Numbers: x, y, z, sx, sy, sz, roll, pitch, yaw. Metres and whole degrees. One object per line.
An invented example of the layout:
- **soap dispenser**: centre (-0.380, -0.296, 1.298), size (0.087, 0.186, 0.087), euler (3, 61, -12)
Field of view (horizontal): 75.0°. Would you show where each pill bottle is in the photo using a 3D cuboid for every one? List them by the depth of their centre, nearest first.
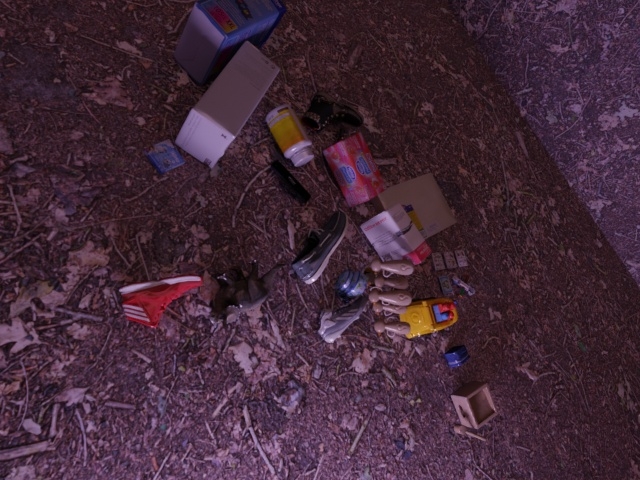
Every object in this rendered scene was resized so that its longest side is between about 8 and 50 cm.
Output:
- **pill bottle**: centre (-0.110, -0.390, 1.567), size (0.117, 0.117, 0.214), euler (-26, 86, -38)

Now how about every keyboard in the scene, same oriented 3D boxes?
- **keyboard**: centre (-0.120, -0.209, 1.548), size (0.192, 0.038, 0.100), euler (46, 30, -8)

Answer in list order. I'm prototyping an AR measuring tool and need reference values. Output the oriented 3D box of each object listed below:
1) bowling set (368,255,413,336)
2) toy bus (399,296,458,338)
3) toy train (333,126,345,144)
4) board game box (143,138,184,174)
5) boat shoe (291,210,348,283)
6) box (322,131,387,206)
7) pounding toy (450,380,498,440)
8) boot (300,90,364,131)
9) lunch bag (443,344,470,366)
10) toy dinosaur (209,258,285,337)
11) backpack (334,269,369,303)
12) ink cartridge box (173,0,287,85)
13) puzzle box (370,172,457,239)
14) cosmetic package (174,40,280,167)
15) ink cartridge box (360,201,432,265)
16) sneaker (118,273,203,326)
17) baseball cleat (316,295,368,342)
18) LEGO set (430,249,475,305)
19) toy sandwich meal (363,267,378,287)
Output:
- **bowling set**: centre (0.249, 0.210, 1.560), size (0.154, 0.200, 0.286), euler (5, 79, 1)
- **toy bus**: centre (0.448, 0.280, 1.605), size (0.220, 0.211, 0.149), euler (-2, 71, -36)
- **toy train**: centre (0.073, -0.412, 1.750), size (0.027, 0.036, 0.158), euler (31, 59, -29)
- **board game box**: centre (-0.493, -0.266, 1.321), size (0.090, 0.020, 0.090), euler (-39, 94, -39)
- **boat shoe**: centre (0.000, 0.000, 1.482), size (0.099, 0.116, 0.319), euler (40, 59, -19)
- **box**: centre (0.138, -0.280, 1.661), size (0.128, 0.123, 0.256), euler (-33, 100, -37)
- **pounding toy**: centre (0.572, 0.673, 1.606), size (0.206, 0.094, 0.181), euler (-19, 87, -28)
- **boot**: centre (0.047, -0.500, 1.727), size (0.237, 0.085, 0.178), euler (29, 58, -2)
- **lunch bag**: centre (0.556, 0.470, 1.688), size (0.098, 0.067, 0.065), euler (-18, 82, -39)
- **toy dinosaur**: centre (-0.238, 0.157, 1.279), size (0.314, 0.121, 0.160), euler (-24, 97, -42)
- **backpack**: centre (0.110, 0.156, 1.489), size (0.084, 0.114, 0.105), euler (35, 56, -17)
- **ink cartridge box**: centre (-0.301, -0.754, 1.492), size (0.151, 0.270, 0.395), euler (47, 53, -11)
- **puzzle box**: centre (0.421, -0.136, 1.857), size (0.409, 0.052, 0.272), euler (-22, 84, -38)
- **cosmetic package**: centre (-0.308, -0.455, 1.403), size (0.156, 0.217, 0.384), euler (35, 53, -17)
- **ink cartridge box**: centre (0.294, -0.008, 1.642), size (0.100, 0.172, 0.237), euler (-35, 92, -38)
- **sneaker**: centre (-0.431, 0.169, 1.158), size (0.221, 0.087, 0.128), euler (-9, 84, -23)
- **baseball cleat**: centre (0.071, 0.249, 1.423), size (0.109, 0.072, 0.206), euler (45, 73, -8)
- **LEGO set**: centre (0.592, 0.170, 1.864), size (0.183, 0.060, 0.244), euler (-6, 73, -23)
- **toy sandwich meal**: centre (0.198, 0.142, 1.607), size (0.086, 0.029, 0.085), euler (13, 64, -29)
